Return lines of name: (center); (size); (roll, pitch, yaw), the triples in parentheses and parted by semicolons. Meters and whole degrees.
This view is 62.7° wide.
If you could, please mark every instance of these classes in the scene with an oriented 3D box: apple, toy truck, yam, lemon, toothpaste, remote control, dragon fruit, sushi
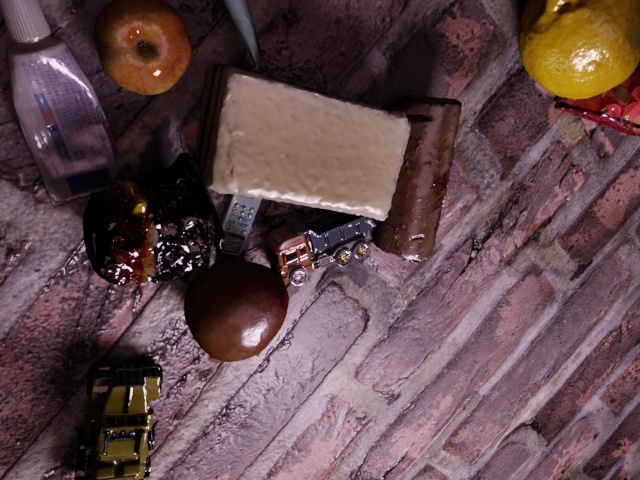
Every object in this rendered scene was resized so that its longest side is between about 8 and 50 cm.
apple: (-0.232, -0.256, 0.698); (0.126, 0.102, 0.126); (-10, 116, -21)
toy truck: (-0.338, 0.331, 0.886); (0.127, 0.127, 0.257); (6, 105, -25)
yam: (0.164, -0.112, 0.930); (0.131, 0.131, 0.280); (-1, 110, -24)
lemon: (0.452, -0.358, 0.912); (0.260, 0.204, 0.204); (32, 96, -43)
toothpaste: (-0.351, -0.183, 0.706); (0.099, 0.068, 0.282); (0, 125, 8)
remote control: (-0.138, -0.035, 0.883); (0.053, 0.018, 0.124); (17, 103, -28)
dragon fruit: (0.604, -0.287, 1.055); (0.261, 0.163, 0.189); (6, 81, -26)
sushi: (-0.253, -0.011, 0.756); (0.150, 0.153, 0.172); (-9, 155, -36)
toothpaste: (-0.117, -0.331, 0.721); (0.036, 0.056, 0.205); (-19, 101, 13)
toy truck: (0.000, 0.000, 0.924); (0.192, 0.083, 0.092); (-22, 119, -16)

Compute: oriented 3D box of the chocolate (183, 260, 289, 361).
chocolate: (-0.132, 0.112, 0.862); (0.176, 0.177, 0.177); (-9, 115, -21)

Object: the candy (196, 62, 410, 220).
candy: (-0.024, -0.148, 0.821); (0.320, 0.135, 0.179); (8, 106, -28)
